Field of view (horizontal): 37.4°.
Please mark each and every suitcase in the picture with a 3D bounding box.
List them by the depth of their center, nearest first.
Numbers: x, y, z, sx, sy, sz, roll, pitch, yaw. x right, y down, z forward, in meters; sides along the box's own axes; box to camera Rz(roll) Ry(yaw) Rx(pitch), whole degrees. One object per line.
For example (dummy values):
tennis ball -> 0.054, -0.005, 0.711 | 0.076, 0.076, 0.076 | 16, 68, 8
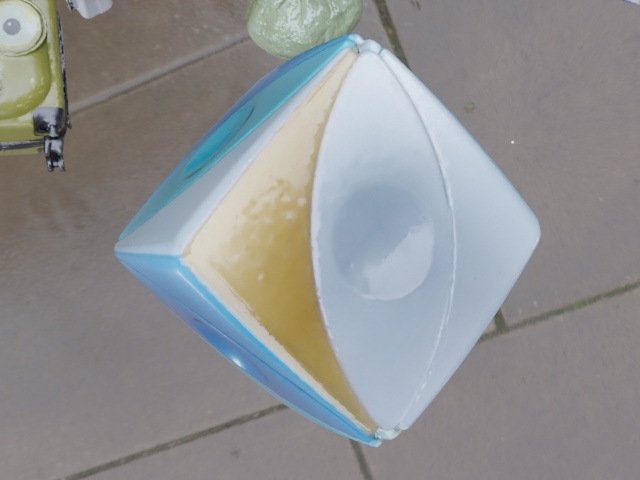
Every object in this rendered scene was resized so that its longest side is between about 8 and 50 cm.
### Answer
suitcase -> -0.407, -0.203, 1.145 | 0.194, 0.143, 0.234 | -5, 78, -14

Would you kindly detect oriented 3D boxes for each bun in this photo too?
bun -> -0.033, -0.381, 1.504 | 0.195, 0.118, 0.195 | -13, 48, 15

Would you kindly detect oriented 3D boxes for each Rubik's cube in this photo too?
Rubik's cube -> 0.000, 0.000, 1.146 | 0.352, 0.351, 0.347 | 44, 75, -15

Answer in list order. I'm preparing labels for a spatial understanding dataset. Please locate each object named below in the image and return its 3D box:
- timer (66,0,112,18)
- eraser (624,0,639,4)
timer -> -0.406, -0.467, 1.469 | 0.078, 0.253, 0.178 | -32, 80, -13
eraser -> 0.561, -0.416, 1.615 | 0.085, 0.063, 0.027 | 1, 114, -23
